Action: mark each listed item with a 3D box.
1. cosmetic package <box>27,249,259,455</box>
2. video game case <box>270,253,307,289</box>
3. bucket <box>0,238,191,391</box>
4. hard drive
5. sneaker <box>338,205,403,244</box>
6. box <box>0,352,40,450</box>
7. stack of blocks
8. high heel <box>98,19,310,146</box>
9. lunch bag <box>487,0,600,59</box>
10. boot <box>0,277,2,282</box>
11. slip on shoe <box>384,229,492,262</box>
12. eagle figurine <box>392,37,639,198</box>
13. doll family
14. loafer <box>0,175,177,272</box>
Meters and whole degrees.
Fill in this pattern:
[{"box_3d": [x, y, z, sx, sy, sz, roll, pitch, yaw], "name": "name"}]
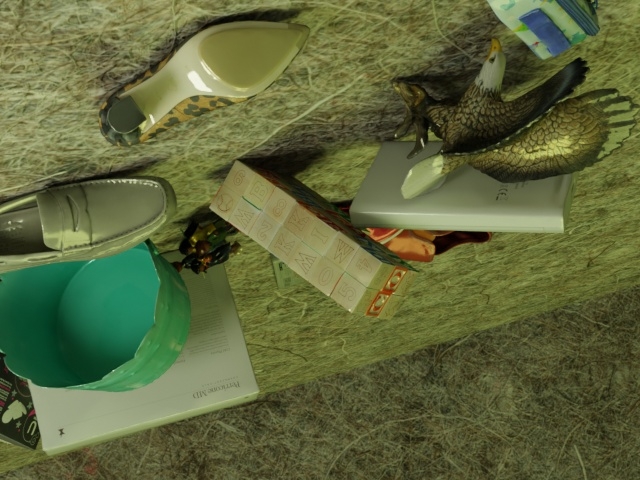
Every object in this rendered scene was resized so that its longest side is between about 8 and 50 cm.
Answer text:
[{"box_3d": [-0.325, 0.186, 1.986, 0.377, 0.284, 0.097, -13, 163, -11], "name": "cosmetic package"}, {"box_3d": [-0.001, 0.037, 2.296, 0.193, 0.023, 0.212, -16, 163, -4], "name": "video game case"}, {"box_3d": [-0.342, 0.104, 1.741, 0.281, 0.281, 0.183, -20, 163, 9], "name": "bucket"}, {"box_3d": [0.218, -0.084, 1.679, 0.308, 0.203, 0.040, 1, 126, 21], "name": "hard drive"}, {"box_3d": [0.049, -0.029, 2.019, 0.221, 0.087, 0.128, -21, 165, 8], "name": "sneaker"}, {"box_3d": [-0.613, 0.270, 2.045, 0.163, 0.142, 0.247, 11, 160, 20], "name": "box"}, {"box_3d": [0.000, 0.000, 1.697, 0.087, 0.297, 0.171, -59, 151, 10], "name": "stack of blocks"}, {"box_3d": [-0.144, -0.192, 1.352, 0.261, 0.093, 0.186, -27, -172, -11], "name": "high heel"}, {"box_3d": [0.211, -0.287, 1.170, 0.090, 0.176, 0.219, -24, 162, 23], "name": "lunch bag"}, {"box_3d": [-0.545, 0.082, 1.801, 0.152, 0.072, 0.197, -18, 162, 19], "name": "boot"}, {"box_3d": [0.179, -0.006, 2.170, 0.331, 0.101, 0.123, -15, 155, -14], "name": "slip on shoe"}, {"box_3d": [0.247, -0.163, 1.548, 0.226, 0.298, 0.225, -46, 138, -35], "name": "eagle figurine"}, {"box_3d": [-0.194, 0.014, 1.905, 0.111, 0.076, 0.193, -32, 158, -24], "name": "doll family"}, {"box_3d": [-0.358, -0.021, 1.578, 0.320, 0.112, 0.111, -17, 172, 2], "name": "loafer"}]
